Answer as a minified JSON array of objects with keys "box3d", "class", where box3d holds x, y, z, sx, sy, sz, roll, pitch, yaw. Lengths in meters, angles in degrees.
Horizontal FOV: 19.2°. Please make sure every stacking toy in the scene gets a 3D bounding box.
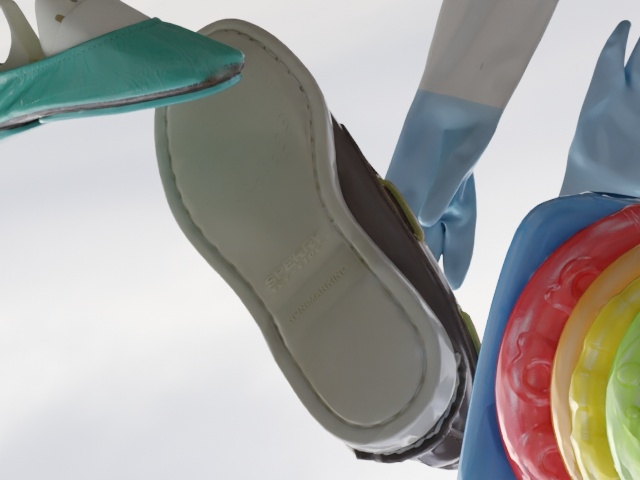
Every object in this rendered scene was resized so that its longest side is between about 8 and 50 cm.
[{"box3d":[0.163,0.065,0.711,0.175,0.166,0.302,14,179,-3],"class":"stacking toy"}]

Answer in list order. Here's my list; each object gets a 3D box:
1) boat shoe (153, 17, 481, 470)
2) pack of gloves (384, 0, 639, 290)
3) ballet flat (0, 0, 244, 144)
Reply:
[{"box3d":[0.000,0.000,1.113,0.116,0.324,0.097,-40,143,11],"class":"boat shoe"},{"box3d":[0.138,-0.060,1.244,0.195,0.232,0.046,16,174,22],"class":"pack of gloves"},{"box3d":[-0.160,-0.101,1.082,0.247,0.087,0.083,-12,-171,31],"class":"ballet flat"}]
